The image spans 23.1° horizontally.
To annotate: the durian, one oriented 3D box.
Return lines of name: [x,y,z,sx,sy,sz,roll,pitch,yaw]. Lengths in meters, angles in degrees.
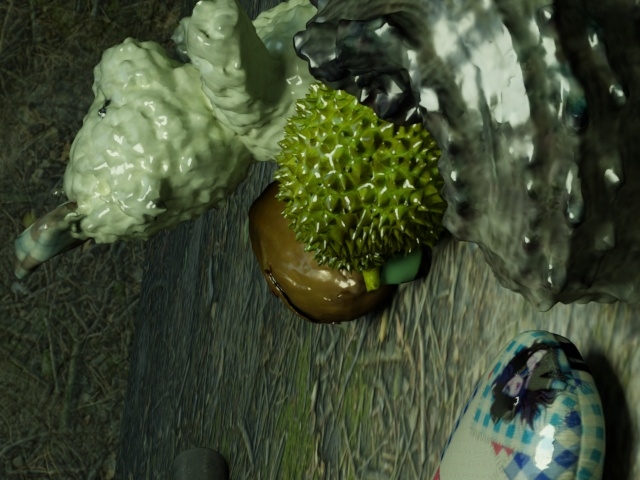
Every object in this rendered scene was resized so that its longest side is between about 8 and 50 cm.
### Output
durian: [0.030,-0.058,1.255,0.198,0.146,0.159,125,136,-58]

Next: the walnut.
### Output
walnut: [0.000,0.000,1.457,0.245,0.137,0.137,-117,38,-63]

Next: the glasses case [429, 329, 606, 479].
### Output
glasses case: [0.099,0.201,0.982,0.125,0.076,0.327,-96,21,-54]

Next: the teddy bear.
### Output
teddy bear: [-0.120,-0.175,1.383,0.327,0.362,0.376,-96,-2,-77]

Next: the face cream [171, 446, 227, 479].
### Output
face cream: [-0.147,0.379,1.938,0.284,0.073,0.073,-98,21,-51]

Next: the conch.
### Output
conch: [0.115,-0.084,0.911,0.313,0.186,0.241,41,162,36]
